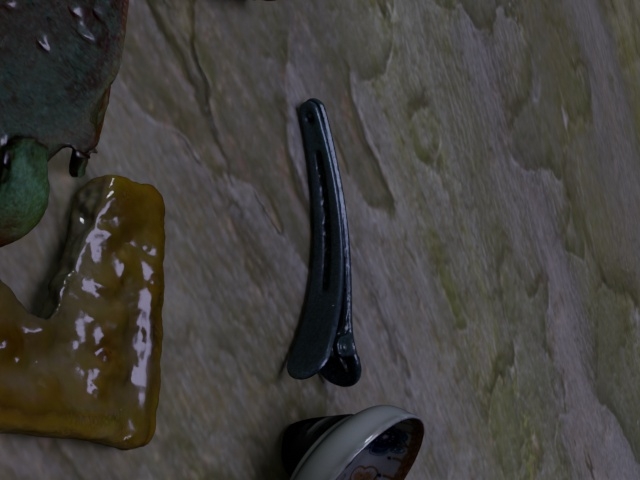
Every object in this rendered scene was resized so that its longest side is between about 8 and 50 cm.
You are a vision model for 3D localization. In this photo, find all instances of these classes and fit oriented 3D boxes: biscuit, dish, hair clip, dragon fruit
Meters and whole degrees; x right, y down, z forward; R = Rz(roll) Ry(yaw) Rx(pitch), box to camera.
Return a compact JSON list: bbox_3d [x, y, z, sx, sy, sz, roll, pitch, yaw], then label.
[{"bbox_3d":[-0.159,0.039,0.762,0.183,0.039,0.174,13,75,-55],"label":"biscuit"},{"bbox_3d":[0.005,0.167,0.959,0.141,0.078,0.141,-39,150,-27],"label":"dish"},{"bbox_3d":[0.000,0.000,1.010,0.070,0.039,0.229,18,65,-53],"label":"hair clip"},{"bbox_3d":[-0.199,-0.143,0.653,0.268,0.130,0.295,14,73,-54],"label":"dragon fruit"}]
